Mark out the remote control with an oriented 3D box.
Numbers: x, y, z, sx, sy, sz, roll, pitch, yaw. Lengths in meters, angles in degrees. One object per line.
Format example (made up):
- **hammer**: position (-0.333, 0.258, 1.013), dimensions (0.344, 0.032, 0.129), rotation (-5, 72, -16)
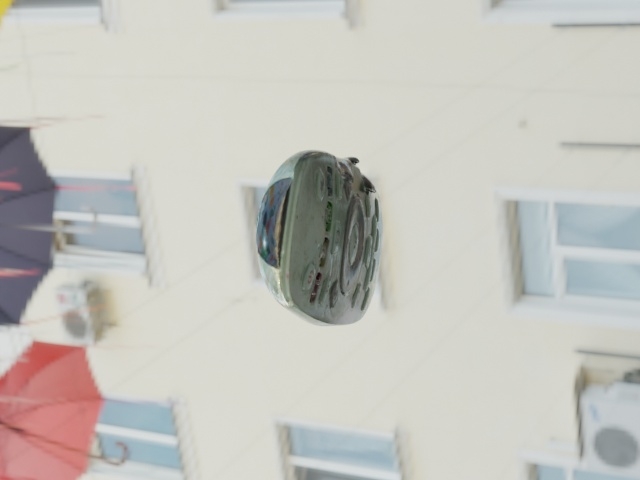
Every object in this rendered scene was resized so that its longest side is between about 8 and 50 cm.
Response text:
- **remote control**: position (0.002, 0.000, 0.773), dimensions (0.256, 0.045, 0.097), rotation (37, -120, -79)
